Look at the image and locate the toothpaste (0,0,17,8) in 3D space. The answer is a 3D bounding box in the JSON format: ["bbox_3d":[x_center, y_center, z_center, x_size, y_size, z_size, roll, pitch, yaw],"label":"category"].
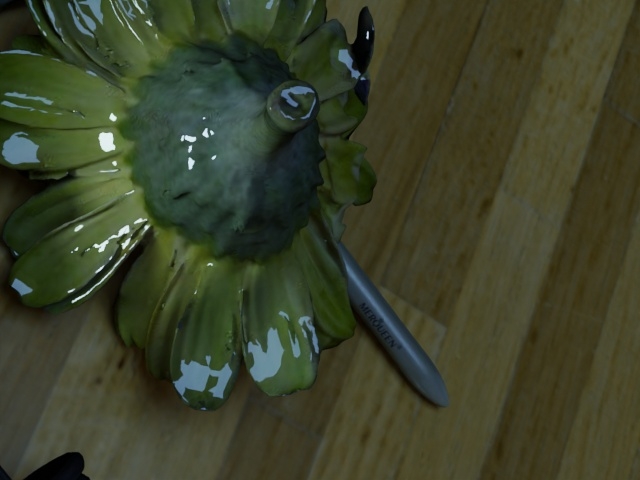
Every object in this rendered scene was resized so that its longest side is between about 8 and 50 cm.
[{"bbox_3d":[-0.257,-0.153,1.169,0.248,0.047,0.078,-32,96,-37],"label":"toothpaste"}]

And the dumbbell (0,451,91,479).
[{"bbox_3d":[-0.201,0.127,1.087,0.208,0.099,0.099,52,56,-7],"label":"dumbbell"}]

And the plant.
[{"bbox_3d":[-0.041,-0.078,1.154,0.306,0.297,0.261,50,45,-5],"label":"plant"}]

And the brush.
[{"bbox_3d":[0.000,0.000,1.295,0.299,0.042,0.039,52,55,-13],"label":"brush"}]
